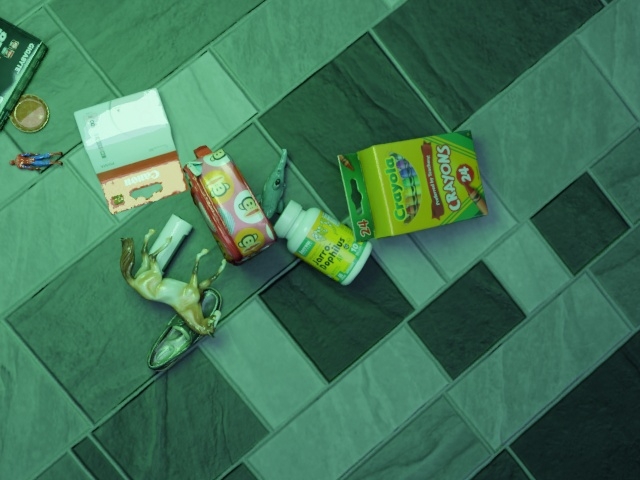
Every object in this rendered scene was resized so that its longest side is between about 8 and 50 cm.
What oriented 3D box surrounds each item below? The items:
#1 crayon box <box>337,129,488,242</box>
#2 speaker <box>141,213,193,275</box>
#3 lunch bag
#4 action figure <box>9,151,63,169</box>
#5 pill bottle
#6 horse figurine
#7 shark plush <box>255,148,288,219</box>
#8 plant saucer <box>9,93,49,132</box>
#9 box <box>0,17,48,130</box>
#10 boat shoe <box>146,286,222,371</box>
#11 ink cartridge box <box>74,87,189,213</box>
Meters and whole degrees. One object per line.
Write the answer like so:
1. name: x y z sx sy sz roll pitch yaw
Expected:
1. crayon box: 0.209 -0.121 1.683 0.318 0.081 0.202 -13 91 -26
2. speaker: -0.338 0.010 1.677 0.055 0.055 0.136 32 85 -5
3. lunch bag: -0.195 -0.081 1.577 0.120 0.293 0.258 -29 89 -8
4. action figure: -0.622 -0.174 1.659 0.115 0.030 0.038 -3 84 -2
5. pill bottle: 0.000 0.000 1.687 0.208 0.117 0.117 33 86 -5
6. horse figurine: -0.319 0.083 1.624 0.263 0.066 0.174 23 83 -14
7. shark plush: -0.093 -0.121 1.701 0.073 0.067 0.161 29 86 -5
8. plant saucer: -0.637 -0.278 1.665 0.083 0.013 0.083 0 90 -7
9. box: -0.719 -0.370 1.632 0.175 0.051 0.220 29 86 0
10. boat shoe: -0.298 0.199 1.670 0.080 0.073 0.223 41 85 -4
11. ink cartridge box: -0.413 -0.198 1.672 0.189 0.066 0.232 -18 87 -7
